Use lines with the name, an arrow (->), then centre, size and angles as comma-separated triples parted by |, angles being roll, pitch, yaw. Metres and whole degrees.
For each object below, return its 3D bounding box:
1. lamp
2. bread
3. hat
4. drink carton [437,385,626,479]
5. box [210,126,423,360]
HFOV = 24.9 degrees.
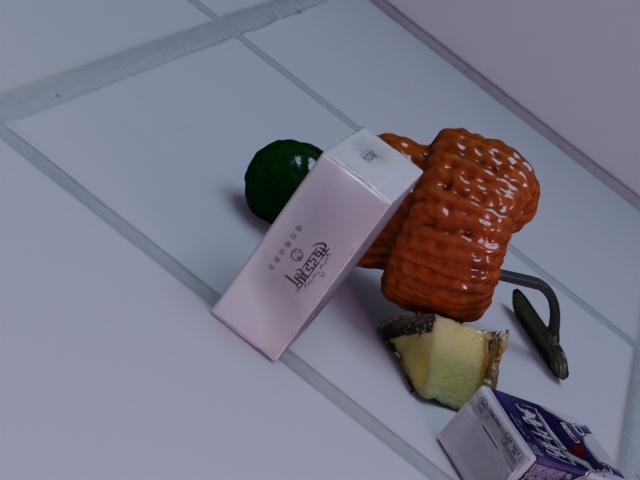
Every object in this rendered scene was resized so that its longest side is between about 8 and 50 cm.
lamp -> 0.286, 0.083, 2.303 | 0.283, 0.124, 0.203 | 28, 12, -31
bread -> 0.163, 0.163, 2.009 | 0.147, 0.127, 0.152 | 19, -6, -35
hat -> 0.102, -0.072, 2.047 | 0.400, 0.285, 0.285 | 30, 19, 11
drink carton -> 0.279, 0.289, 1.877 | 0.222, 0.102, 0.134 | 22, 23, -39
box -> 0.000, 0.000, 1.807 | 0.111, 0.260, 0.194 | 39, 20, 4
